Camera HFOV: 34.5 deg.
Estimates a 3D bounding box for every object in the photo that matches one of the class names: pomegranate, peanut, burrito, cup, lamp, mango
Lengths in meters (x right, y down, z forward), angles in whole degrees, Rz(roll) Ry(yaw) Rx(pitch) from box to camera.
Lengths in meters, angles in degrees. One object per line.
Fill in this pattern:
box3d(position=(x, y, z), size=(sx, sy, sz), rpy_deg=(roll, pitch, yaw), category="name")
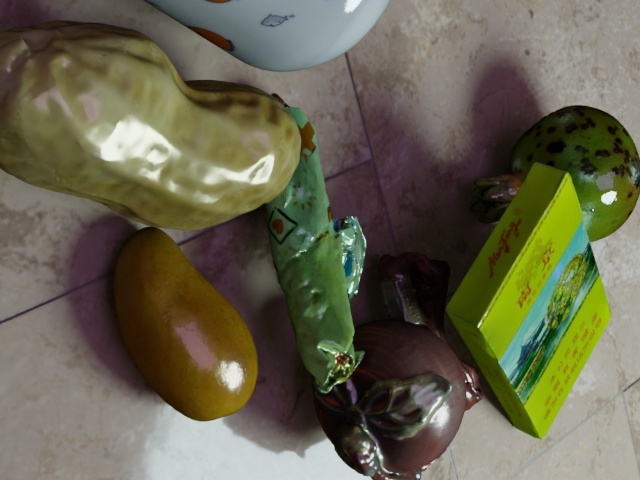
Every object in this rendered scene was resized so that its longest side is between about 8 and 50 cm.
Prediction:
box3d(position=(0.271, -0.071, 1.186), size=(0.205, 0.159, 0.159), rpy_deg=(-17, 103, -12), category="pomegranate")
box3d(position=(-0.146, -0.090, 0.848), size=(0.305, 0.147, 0.147), rpy_deg=(22, 78, -39), category="peanut")
box3d(position=(0.000, 0.000, 0.978), size=(0.104, 0.054, 0.288), rpy_deg=(1, 71, -39), category="burrito")
box3d(position=(-0.089, -0.282, 0.841), size=(0.317, 0.212, 0.212), rpy_deg=(30, 73, -36), category="cup")
box3d(position=(0.070, 0.132, 1.036), size=(0.223, 0.151, 0.215), rpy_deg=(-43, 121, -71), category="lamp")
box3d(position=(-0.121, 0.077, 0.907), size=(0.102, 0.085, 0.184), rpy_deg=(-37, 108, -33), category="mango")

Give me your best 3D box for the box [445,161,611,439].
box3d(position=(0.239, 0.079, 1.129), size=(0.187, 0.047, 0.335), rpy_deg=(-56, 145, -14), category="box")
